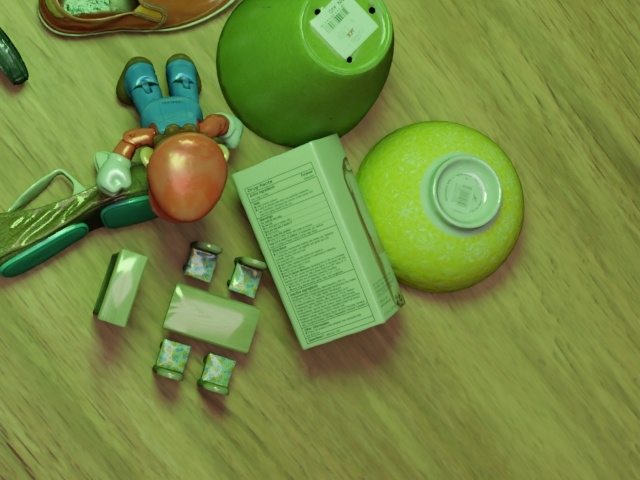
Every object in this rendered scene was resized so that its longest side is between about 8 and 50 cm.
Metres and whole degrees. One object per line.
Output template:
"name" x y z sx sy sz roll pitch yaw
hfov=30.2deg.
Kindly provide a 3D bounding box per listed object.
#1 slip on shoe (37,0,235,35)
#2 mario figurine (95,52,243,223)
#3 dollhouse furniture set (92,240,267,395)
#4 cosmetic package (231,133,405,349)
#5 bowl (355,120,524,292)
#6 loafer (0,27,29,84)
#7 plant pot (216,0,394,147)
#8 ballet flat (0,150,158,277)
"slip on shoe" -0.269 -0.386 1.833 0.331 0.101 0.123 -12 89 -15
"mario figurine" -0.223 -0.133 1.765 0.198 0.320 0.170 -30 134 12
"dollhouse furniture set" -0.210 0.103 1.797 0.242 0.161 0.212 19 84 -12
"cosmetic package" 0.000 0.000 1.844 0.153 0.129 0.296 -19 95 23
"bowl" 0.208 -0.065 1.896 0.289 0.156 0.289 2 83 -13
"loafer" -0.528 -0.315 1.784 0.078 0.076 0.223 -41 93 -6
"plant pot" -0.001 -0.292 1.795 0.275 0.293 0.274 0 88 -13
"ballet flat" -0.356 -0.061 1.808 0.342 0.116 0.124 -24 75 -9
